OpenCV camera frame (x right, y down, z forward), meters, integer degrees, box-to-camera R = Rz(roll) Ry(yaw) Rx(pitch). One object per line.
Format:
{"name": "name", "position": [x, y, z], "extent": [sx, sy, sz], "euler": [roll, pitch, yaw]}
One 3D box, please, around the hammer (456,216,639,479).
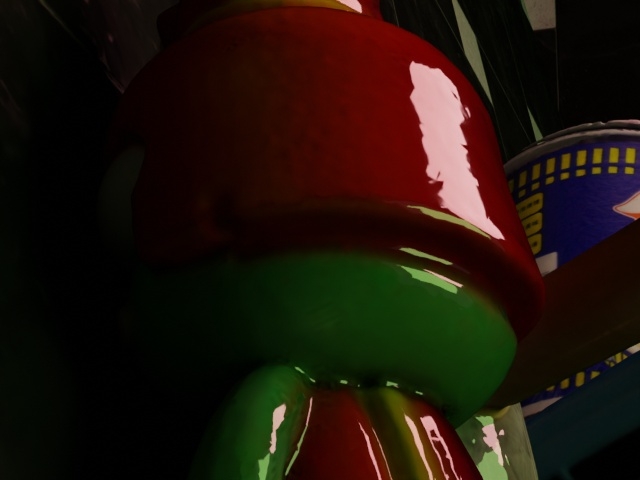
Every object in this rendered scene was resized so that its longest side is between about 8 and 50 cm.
{"name": "hammer", "position": [0.095, 0.042, 0.669], "extent": [0.113, 0.305, 0.202], "euler": [1, 64, -36]}

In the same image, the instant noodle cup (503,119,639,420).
{"name": "instant noodle cup", "position": [0.207, 0.106, 1.059], "extent": [0.284, 0.284, 0.312], "euler": [65, 24, -23]}

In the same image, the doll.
{"name": "doll", "position": [-0.001, 0.001, 0.588], "extent": [0.182, 0.160, 0.363], "euler": [37, 36, -53]}

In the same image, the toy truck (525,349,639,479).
{"name": "toy truck", "position": [0.214, 0.123, 0.804], "extent": [0.162, 0.385, 0.161], "euler": [59, 14, 12]}
